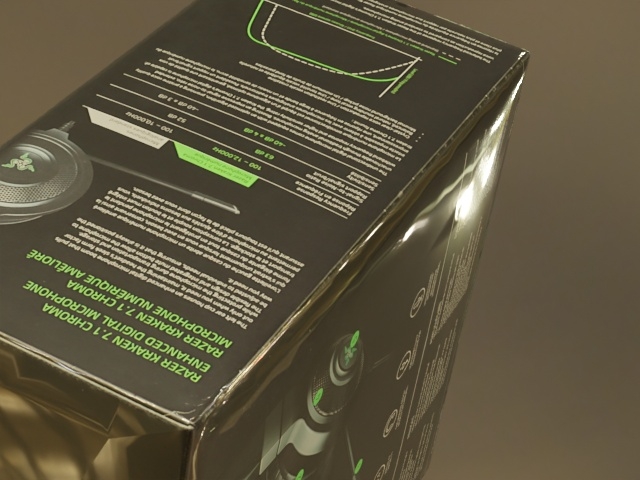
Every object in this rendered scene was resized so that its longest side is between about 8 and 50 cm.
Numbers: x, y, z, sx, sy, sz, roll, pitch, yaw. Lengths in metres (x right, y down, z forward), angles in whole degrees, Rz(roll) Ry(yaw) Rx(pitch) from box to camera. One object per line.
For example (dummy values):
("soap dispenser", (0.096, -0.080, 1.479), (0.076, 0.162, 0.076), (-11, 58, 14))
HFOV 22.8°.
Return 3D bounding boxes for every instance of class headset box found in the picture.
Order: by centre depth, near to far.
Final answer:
("headset box", (-0.050, 0.064, 0.620), (0.131, 0.283, 0.246), (23, -49, 17))
